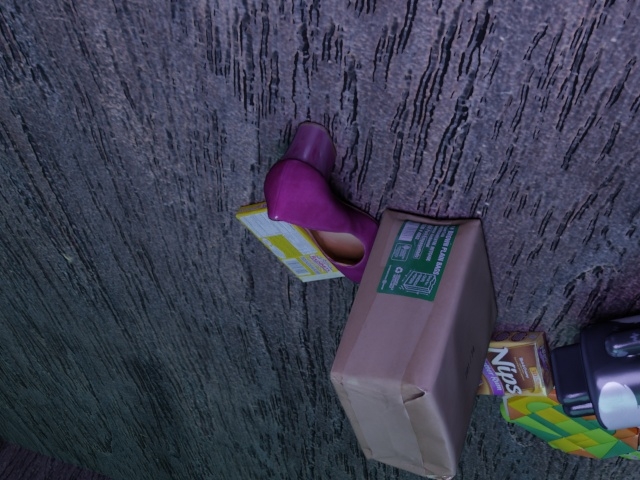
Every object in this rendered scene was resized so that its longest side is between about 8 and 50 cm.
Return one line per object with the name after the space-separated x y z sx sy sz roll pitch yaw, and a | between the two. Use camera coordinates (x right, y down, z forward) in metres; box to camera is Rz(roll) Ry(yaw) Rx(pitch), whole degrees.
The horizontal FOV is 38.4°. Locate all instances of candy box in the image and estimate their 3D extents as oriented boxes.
-0.050 0.003 1.653 0.105 0.027 0.206 -12 135 38 | candy box
0.327 0.225 1.689 0.186 0.053 0.109 -5 107 35 | candy box

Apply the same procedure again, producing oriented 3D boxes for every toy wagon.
0.526 0.351 1.782 0.344 0.068 0.267 32 147 -14 | toy wagon

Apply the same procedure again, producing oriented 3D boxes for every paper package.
0.162 0.166 1.484 0.168 0.325 0.310 8 146 22 | paper package

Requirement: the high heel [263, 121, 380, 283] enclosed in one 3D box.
0.000 0.000 1.471 0.127 0.181 0.377 3 143 28 | high heel

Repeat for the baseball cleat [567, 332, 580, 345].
0.520 0.207 1.585 0.109 0.072 0.206 -22 138 40 | baseball cleat

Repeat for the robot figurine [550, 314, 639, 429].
0.508 0.199 1.439 0.278 0.209 0.174 -13 96 19 | robot figurine
